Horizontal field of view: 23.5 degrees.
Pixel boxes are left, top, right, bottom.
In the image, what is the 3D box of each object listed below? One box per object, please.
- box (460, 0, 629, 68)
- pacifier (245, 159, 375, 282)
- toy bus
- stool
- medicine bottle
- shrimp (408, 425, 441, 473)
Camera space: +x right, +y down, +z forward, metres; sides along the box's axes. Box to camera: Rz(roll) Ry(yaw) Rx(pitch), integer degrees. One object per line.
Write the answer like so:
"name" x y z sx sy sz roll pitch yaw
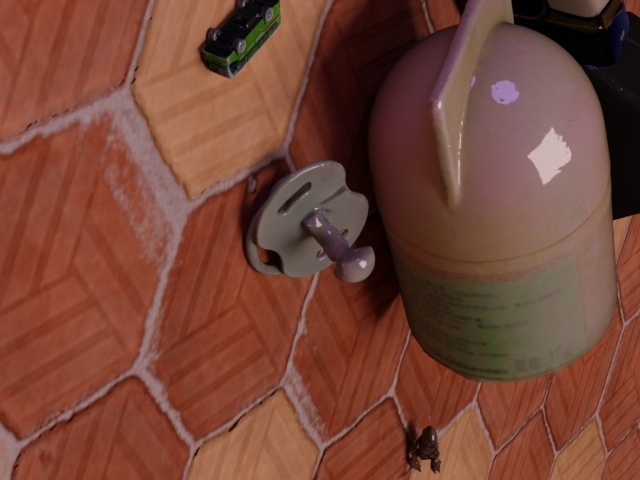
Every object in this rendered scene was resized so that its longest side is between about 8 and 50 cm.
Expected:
"box" 0.207 -0.281 1.548 0.071 0.168 0.259 -63 149 -19
"pacifier" 0.000 0.000 1.410 0.127 0.116 0.150 -38 148 -7
"toy bus" -0.065 -0.171 1.282 0.083 0.031 0.037 -52 155 -31
"stool" 0.342 -0.144 1.815 0.141 0.232 0.232 -49 144 -38
"medicine bottle" 0.169 -0.067 1.530 0.235 0.236 0.406 -54 147 -30
"shrimp" 0.124 0.255 1.846 0.029 0.038 0.092 -92 173 -45
